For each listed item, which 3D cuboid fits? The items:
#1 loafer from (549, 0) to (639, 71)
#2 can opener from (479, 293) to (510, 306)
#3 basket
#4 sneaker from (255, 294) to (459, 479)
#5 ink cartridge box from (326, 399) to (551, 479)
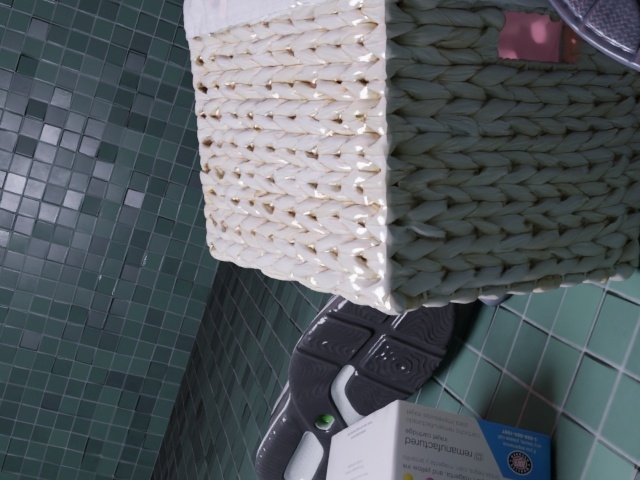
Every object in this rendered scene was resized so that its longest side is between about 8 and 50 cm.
[{"bbox_3d":[0.257,-0.147,0.579,0.109,0.095,0.302,-49,66,14],"label":"loafer"},{"bbox_3d":[0.237,-0.058,0.936,0.095,0.076,0.283,43,120,38],"label":"can opener"},{"bbox_3d":[0.082,-0.103,0.784,0.331,0.329,0.266,13,105,55],"label":"basket"},{"bbox_3d":[0.038,0.128,1.161,0.257,0.169,0.447,-80,16,-54],"label":"sneaker"},{"bbox_3d":[0.102,0.298,0.792,0.168,0.171,0.232,132,151,-57],"label":"ink cartridge box"}]
